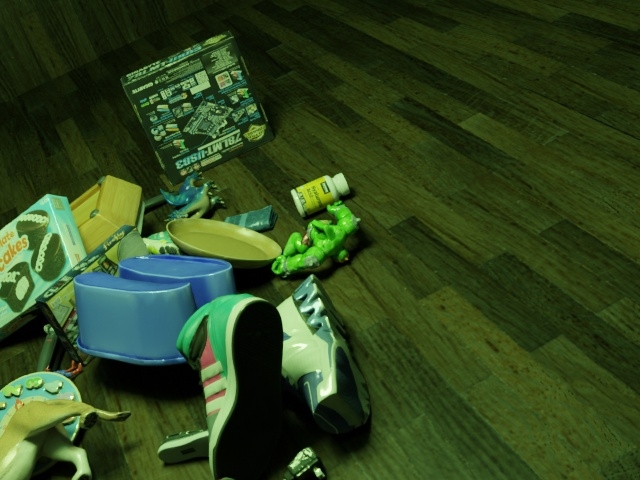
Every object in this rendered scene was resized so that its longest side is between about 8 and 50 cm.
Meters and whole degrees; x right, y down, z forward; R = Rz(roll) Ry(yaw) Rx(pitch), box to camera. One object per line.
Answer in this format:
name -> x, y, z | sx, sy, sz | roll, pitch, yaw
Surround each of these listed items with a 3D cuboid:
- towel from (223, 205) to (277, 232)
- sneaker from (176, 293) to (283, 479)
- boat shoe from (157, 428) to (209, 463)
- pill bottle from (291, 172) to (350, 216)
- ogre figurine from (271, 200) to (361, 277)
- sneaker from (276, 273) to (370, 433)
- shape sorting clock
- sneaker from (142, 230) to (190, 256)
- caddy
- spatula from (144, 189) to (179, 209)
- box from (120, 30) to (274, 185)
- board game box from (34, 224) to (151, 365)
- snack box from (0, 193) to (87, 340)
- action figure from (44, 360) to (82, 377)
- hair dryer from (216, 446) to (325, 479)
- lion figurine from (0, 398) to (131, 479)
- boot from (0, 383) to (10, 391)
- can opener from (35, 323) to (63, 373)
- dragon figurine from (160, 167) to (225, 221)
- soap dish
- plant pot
towel -> -0.157, -0.038, 2.024 | 0.119, 0.029, 0.067 | -12, 33, 16
sneaker -> -0.148, 0.214, 1.414 | 0.124, 0.295, 0.178 | 3, 9, -32
boat shoe -> -0.193, 0.318, 1.475 | 0.142, 0.049, 0.040 | -14, 31, 17
pill bottle -> 0.001, -0.100, 1.985 | 0.116, 0.065, 0.065 | -24, 31, -3
ogre figurine -> 0.000, 0.000, 1.804 | 0.197, 0.097, 0.118 | -24, 17, -25
sneaker -> -0.041, 0.207, 1.500 | 0.182, 0.127, 0.315 | -31, 34, 9
shape sorting clock -> -0.514, 0.322, 1.632 | 0.206, 0.040, 0.206 | -11, 52, 15
sneaker -> -0.284, 0.027, 1.939 | 0.110, 0.107, 0.275 | -30, 31, -30
caddy -> -0.294, 0.141, 1.697 | 0.341, 0.179, 0.241 | 4, 16, 37
spatula -> -0.474, -0.053, 2.245 | 0.296, 0.030, 0.084 | -29, 33, -13
box -> -0.300, -0.325, 2.304 | 0.295, 0.293, 0.073 | -26, 32, -5
board game box -> -0.426, 0.106, 1.837 | 0.042, 0.165, 0.243 | 9, 42, 41
snack box -> -0.621, 0.065, 1.922 | 0.322, 0.187, 0.060 | -32, -19, 25
action figure -> -0.507, 0.258, 1.753 | 0.038, 0.030, 0.115 | 14, 29, 38
hair dryer -> -0.095, 0.400, 1.255 | 0.293, 0.080, 0.223 | -27, 32, -8
lion figurine -> -0.516, 0.371, 1.511 | 0.240, 0.142, 0.392 | 18, 46, 44
boot -> -0.581, 0.302, 1.752 | 0.121, 0.045, 0.099 | -24, 25, -6
can opener -> -0.526, 0.211, 1.839 | 0.073, 0.059, 0.186 | -12, 32, 16
dragon figurine -> -0.316, -0.090, 2.149 | 0.144, 0.085, 0.289 | -31, 33, -15
soap dish -> -0.527, -0.001, 2.043 | 0.291, 0.118, 0.229 | -34, 28, 15
plant pot -> -0.195, 0.009, 1.868 | 0.236, 0.032, 0.236 | 14, 16, -4
